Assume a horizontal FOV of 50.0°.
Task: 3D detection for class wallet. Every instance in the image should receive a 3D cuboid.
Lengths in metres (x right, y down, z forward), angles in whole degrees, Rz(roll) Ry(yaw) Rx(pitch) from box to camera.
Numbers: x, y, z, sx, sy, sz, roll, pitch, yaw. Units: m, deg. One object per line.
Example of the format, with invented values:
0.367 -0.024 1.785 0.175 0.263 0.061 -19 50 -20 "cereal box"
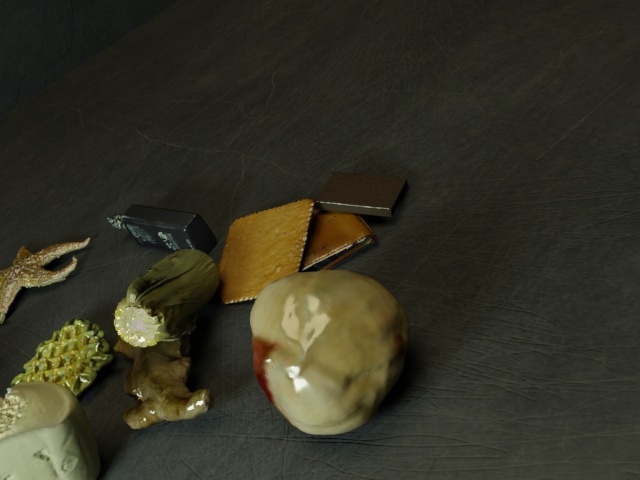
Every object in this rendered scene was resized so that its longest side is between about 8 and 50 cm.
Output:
0.001 0.002 1.411 0.196 0.042 0.161 -28 40 -4 "wallet"

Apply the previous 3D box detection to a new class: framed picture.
0.086 -0.099 1.449 0.169 0.023 0.128 7 37 21 "framed picture"

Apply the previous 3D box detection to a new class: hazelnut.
0.015 0.164 1.081 0.261 0.241 0.261 -7 70 20 "hazelnut"

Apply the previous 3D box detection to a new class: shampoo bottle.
-0.385 -0.030 1.622 0.310 0.098 0.071 9 54 38 "shampoo bottle"

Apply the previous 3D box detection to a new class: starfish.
-0.748 0.073 1.744 0.302 0.060 0.299 13 54 41 "starfish"

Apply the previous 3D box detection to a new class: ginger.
-0.300 0.247 1.262 0.166 0.080 0.333 -42 40 -1 "ginger"

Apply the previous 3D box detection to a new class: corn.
-0.283 0.103 1.303 0.122 0.123 0.305 8 19 8 "corn"

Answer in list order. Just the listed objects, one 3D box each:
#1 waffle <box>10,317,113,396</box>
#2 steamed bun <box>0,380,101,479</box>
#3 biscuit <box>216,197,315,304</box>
-0.518 0.255 1.393 0.223 0.054 0.204 24 70 46 "waffle"
-0.481 0.348 1.132 0.200 0.225 0.170 -24 36 -28 "steamed bun"
-0.123 0.025 1.421 0.237 0.013 0.232 -14 49 33 "biscuit"
